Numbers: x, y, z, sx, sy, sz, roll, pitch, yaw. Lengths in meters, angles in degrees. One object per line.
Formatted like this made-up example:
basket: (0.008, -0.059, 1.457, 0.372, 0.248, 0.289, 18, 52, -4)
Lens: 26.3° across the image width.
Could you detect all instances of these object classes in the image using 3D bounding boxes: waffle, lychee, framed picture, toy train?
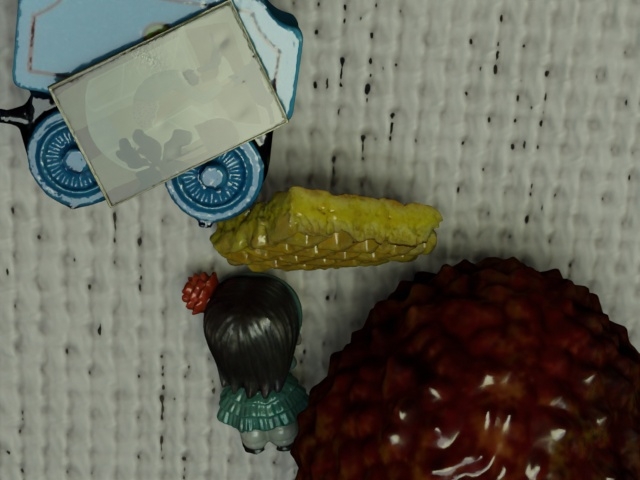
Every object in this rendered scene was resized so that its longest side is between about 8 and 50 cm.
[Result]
waffle: (0.000, -0.001, 1.524, 0.229, 0.219, 0.057, 7, 76, -35)
lychee: (0.169, 0.264, 1.515, 0.424, 0.424, 0.500, 13, 89, -9)
framed picture: (-0.149, -0.135, 1.358, 0.201, 0.010, 0.136, -26, 104, 0)
toy train: (-0.179, -0.168, 1.443, 0.300, 0.188, 0.265, 7, 106, -6)

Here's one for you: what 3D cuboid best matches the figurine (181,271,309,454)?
figurine: (-0.083, 0.147, 1.629, 0.138, 0.110, 0.245, -5, 122, 3)
